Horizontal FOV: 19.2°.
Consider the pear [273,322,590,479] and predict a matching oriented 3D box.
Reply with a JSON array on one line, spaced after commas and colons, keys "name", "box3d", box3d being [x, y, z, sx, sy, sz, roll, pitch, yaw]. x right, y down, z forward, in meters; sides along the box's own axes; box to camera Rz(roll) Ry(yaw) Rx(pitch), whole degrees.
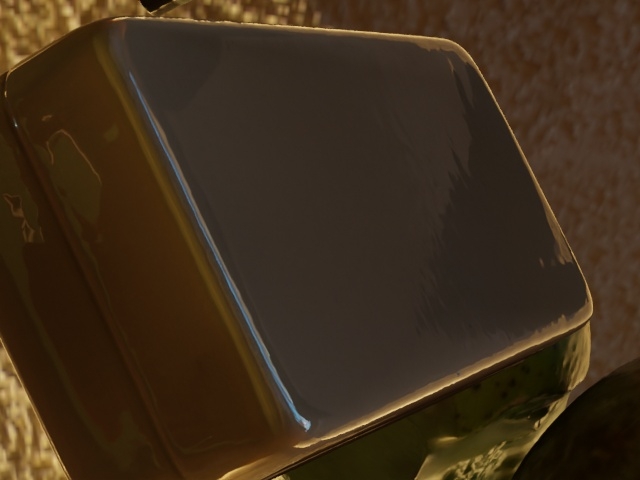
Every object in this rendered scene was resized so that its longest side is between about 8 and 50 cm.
[{"name": "pear", "box3d": [0.100, 0.090, 1.351, 0.176, 0.282, 0.286, 36, -147, 20]}]

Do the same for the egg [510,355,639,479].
[{"name": "egg", "box3d": [0.250, 0.194, 1.268, 0.289, 0.238, 0.238, -26, -111, -14]}]

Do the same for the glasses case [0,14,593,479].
[{"name": "glasses case", "box3d": [0.000, 0.000, 0.678, 0.076, 0.336, 0.144, -28, -98, 22]}]

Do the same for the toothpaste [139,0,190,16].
[{"name": "toothpaste", "box3d": [-0.044, -0.248, 1.510, 0.239, 0.039, 0.062, -27, -134, 21]}]
